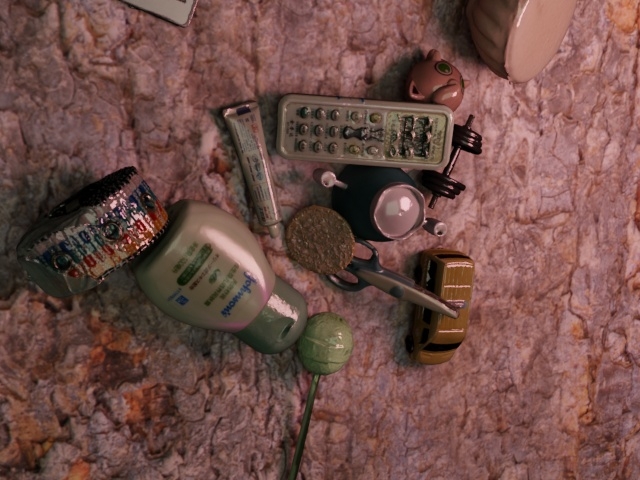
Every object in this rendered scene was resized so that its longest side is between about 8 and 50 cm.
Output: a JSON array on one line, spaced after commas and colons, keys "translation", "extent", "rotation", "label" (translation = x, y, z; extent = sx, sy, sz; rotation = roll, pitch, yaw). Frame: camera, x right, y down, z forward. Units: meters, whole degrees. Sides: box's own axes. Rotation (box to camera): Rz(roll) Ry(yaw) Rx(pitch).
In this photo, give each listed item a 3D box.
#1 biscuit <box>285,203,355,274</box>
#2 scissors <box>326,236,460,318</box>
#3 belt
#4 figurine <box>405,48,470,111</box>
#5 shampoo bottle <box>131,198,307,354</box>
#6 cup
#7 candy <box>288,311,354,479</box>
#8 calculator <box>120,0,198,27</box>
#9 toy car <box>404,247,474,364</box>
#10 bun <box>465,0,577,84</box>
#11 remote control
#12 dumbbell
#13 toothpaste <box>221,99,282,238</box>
[{"translation": [0.000, 0.000, 1.665], "extent": [0.152, 0.020, 0.152], "rotation": [8, 118, 16], "label": "biscuit"}, {"translation": [0.150, 0.089, 1.698], "extent": [0.289, 0.041, 0.138], "rotation": [26, 128, 2], "label": "scissors"}, {"translation": [-0.396, -0.010, 1.461], "extent": [0.257, 0.207, 0.150], "rotation": [-38, 110, -16], "label": "belt"}, {"translation": [0.229, -0.301, 1.661], "extent": [0.125, 0.125, 0.138], "rotation": [37, 50, -24], "label": "figurine"}, {"translation": [-0.173, 0.087, 1.596], "extent": [0.349, 0.151, 0.222], "rotation": [39, 86, -25], "label": "shampoo bottle"}, {"translation": [0.123, -0.070, 1.653], "extent": [0.299, 0.173, 0.168], "rotation": [22, 96, -24], "label": "cup"}, {"translation": [-0.026, 0.355, 1.752], "extent": [0.119, 0.119, 0.440], "rotation": [7, 107, -21], "label": "candy"}, {"translation": [-0.323, -0.491, 1.469], "extent": [0.261, 0.021, 0.161], "rotation": [18, 97, -23], "label": "calculator"}, {"translation": [0.257, 0.150, 1.782], "extent": [0.101, 0.124, 0.257], "rotation": [1, 102, -19], "label": "toy car"}, {"translation": [0.377, -0.457, 1.666], "extent": [0.263, 0.175, 0.263], "rotation": [-37, 146, -32], "label": "bun"}, {"translation": [0.084, -0.210, 1.614], "extent": [0.335, 0.065, 0.128], "rotation": [5, 107, 0], "label": "remote control"}, {"translation": [0.269, -0.161, 1.724], "extent": [0.099, 0.099, 0.209], "rotation": [23, 94, -23], "label": "dumbbell"}, {"translation": [-0.121, -0.131, 1.618], "extent": [0.069, 0.047, 0.269], "rotation": [-14, 106, 3], "label": "toothpaste"}]
